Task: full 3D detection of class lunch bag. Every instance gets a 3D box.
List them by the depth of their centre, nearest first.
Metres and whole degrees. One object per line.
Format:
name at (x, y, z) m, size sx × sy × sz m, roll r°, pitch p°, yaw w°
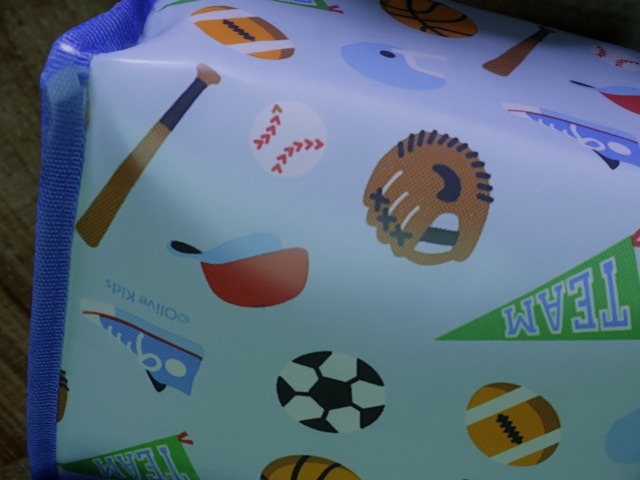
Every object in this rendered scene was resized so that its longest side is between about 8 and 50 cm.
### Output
lunch bag at (0.016, 0.075, 0.478) m, size 0.327 × 0.239 × 0.385 m, roll 16°, pitch 124°, yaw -2°
